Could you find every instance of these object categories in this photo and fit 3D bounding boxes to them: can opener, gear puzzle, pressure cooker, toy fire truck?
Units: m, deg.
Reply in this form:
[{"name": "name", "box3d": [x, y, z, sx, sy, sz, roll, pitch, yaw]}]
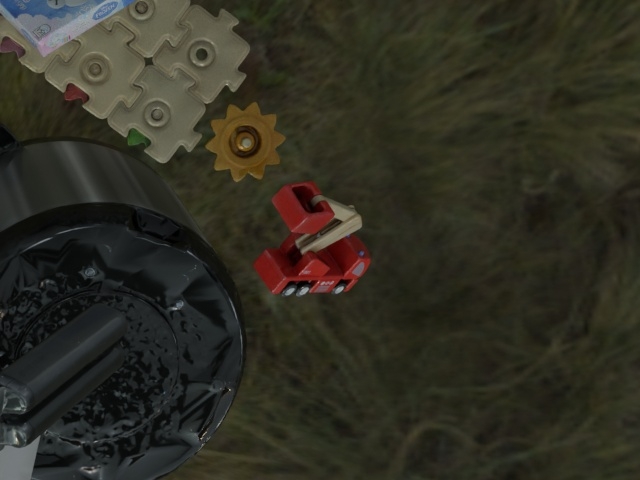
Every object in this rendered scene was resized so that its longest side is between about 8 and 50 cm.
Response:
[{"name": "can opener", "box3d": [-0.288, 0.136, 1.335, 0.095, 0.076, 0.283, 21, 34, 20]}, {"name": "gear puzzle", "box3d": [-0.173, -0.188, 1.566, 0.339, 0.044, 0.175, 36, 90, -15]}, {"name": "pressure cooker", "box3d": [-0.301, 0.074, 1.802, 0.375, 0.420, 0.370, 10, 108, -22]}, {"name": "toy fire truck", "box3d": [0.000, 0.000, 1.595, 0.192, 0.135, 0.047, 1, 48, -51]}]

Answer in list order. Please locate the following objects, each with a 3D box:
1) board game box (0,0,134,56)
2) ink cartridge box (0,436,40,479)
[{"name": "board game box", "box3d": [-0.200, -0.192, 1.139, 0.090, 0.020, 0.090, -36, 58, -16]}, {"name": "ink cartridge box", "box3d": [-0.389, 0.256, 1.520, 0.086, 0.203, 0.148, 36, 47, -36]}]
